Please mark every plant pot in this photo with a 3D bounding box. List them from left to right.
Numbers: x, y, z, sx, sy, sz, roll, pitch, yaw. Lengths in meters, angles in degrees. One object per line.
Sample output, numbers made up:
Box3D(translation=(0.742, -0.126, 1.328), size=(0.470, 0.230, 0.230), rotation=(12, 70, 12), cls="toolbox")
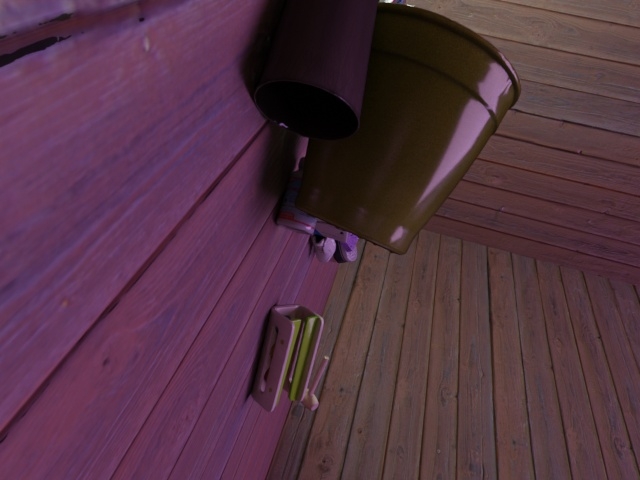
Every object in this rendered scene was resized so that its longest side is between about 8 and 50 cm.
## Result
Box3D(translation=(0.123, -0.174, 0.800), size=(0.352, 0.367, 0.366), rotation=(-65, 174, 3), cls="plant pot")

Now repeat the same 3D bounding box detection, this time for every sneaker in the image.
Box3D(translation=(0.000, 0.000, 1.528), size=(0.115, 0.090, 0.232), rotation=(-56, 153, -49), cls="sneaker")
Box3D(translation=(0.058, -0.065, 1.701), size=(0.126, 0.128, 0.320), rotation=(7, 74, -50), cls="sneaker")

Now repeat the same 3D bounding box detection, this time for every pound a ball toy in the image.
Box3D(translation=(-0.084, 0.349, 1.214), size=(0.208, 0.136, 0.319), rotation=(2, 107, -46), cls="pound a ball toy")

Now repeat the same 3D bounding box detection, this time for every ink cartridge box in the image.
Box3D(translation=(0.020, -0.086, 1.157), size=(0.203, 0.148, 0.085), rotation=(86, 23, -68), cls="ink cartridge box")

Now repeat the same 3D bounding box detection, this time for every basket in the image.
Box3D(translation=(0.005, -0.290, 0.608), size=(0.204, 0.154, 0.226), rotation=(51, 52, -82), cls="basket")

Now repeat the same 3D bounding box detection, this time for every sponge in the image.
Box3D(translation=(0.079, -0.070, 1.602), size=(0.210, 0.031, 0.117), rotation=(56, 41, -23), cls="sponge")

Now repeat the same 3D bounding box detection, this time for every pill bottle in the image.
Box3D(translation=(-0.036, -0.100, 0.927), size=(0.087, 0.087, 0.160), rotation=(61, 45, -80), cls="pill bottle")

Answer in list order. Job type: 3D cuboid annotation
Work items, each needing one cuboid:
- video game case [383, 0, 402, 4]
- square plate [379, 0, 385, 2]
Box3D(translation=(0.253, -0.827, 1.641), size=(0.204, 0.025, 0.285), rotation=(-53, 168, -15), cls="video game case")
Box3D(translation=(0.295, -1.052, 1.639), size=(0.347, 0.049, 0.344), rotation=(-66, 170, -50), cls="square plate")
